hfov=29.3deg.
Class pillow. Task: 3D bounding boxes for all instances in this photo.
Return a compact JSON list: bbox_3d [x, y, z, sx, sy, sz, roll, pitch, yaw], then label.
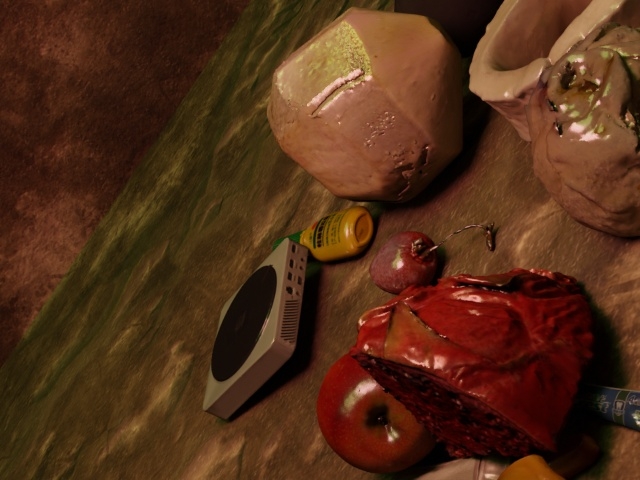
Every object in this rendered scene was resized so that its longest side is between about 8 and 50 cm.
[{"bbox_3d":[0.162,0.338,1.595,0.232,0.038,0.131,-30,37,42],"label":"pillow"}]

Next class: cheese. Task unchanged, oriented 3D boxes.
[{"bbox_3d":[0.386,-0.305,1.837,0.332,0.153,0.292,-54,25,5],"label":"cheese"}]

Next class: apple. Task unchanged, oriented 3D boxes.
[{"bbox_3d":[0.082,0.233,1.688,0.181,0.181,0.168,-51,1,9],"label":"apple"}]

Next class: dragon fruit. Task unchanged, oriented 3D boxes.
[{"bbox_3d":[0.212,0.138,1.586,0.330,0.302,0.240,-44,-22,-43],"label":"dragon fruit"}]

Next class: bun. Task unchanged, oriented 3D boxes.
[{"bbox_3d":[0.383,-0.156,1.611,0.281,0.204,0.281,-42,27,28],"label":"bun"}]

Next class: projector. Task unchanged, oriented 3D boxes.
[{"bbox_3d":[-0.110,0.162,2.200,0.259,0.079,0.257,-47,26,41],"label":"projector"}]

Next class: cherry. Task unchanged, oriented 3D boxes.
[{"bbox_3d":[0.167,0.029,1.903,0.225,0.090,0.107,-16,33,40],"label":"cherry"}]

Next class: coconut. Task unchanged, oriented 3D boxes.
[{"bbox_3d":[0.095,-0.234,2.069,0.352,0.352,0.353,-40,30,29],"label":"coconut"}]

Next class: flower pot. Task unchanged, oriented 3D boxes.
[{"bbox_3d":[0.231,-0.433,2.195,0.269,0.269,0.166,-103,30,-57],"label":"flower pot"}]

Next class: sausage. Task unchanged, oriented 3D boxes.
[{"bbox_3d":[0.280,0.273,1.472,0.131,0.039,0.041,-38,23,29],"label":"sausage"}]

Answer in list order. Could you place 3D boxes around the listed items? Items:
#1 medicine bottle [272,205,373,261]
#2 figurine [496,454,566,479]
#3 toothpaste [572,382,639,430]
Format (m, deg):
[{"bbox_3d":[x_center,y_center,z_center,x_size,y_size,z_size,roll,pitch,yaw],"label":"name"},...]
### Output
[{"bbox_3d":[0.000,0.000,2.238,0.260,0.064,0.095,-16,54,54],"label":"medicine bottle"},{"bbox_3d":[0.274,0.389,1.094,0.387,0.268,0.401,-47,13,47],"label":"figurine"},{"bbox_3d":[0.349,0.195,1.454,0.197,0.034,0.057,3,78,59],"label":"toothpaste"}]
